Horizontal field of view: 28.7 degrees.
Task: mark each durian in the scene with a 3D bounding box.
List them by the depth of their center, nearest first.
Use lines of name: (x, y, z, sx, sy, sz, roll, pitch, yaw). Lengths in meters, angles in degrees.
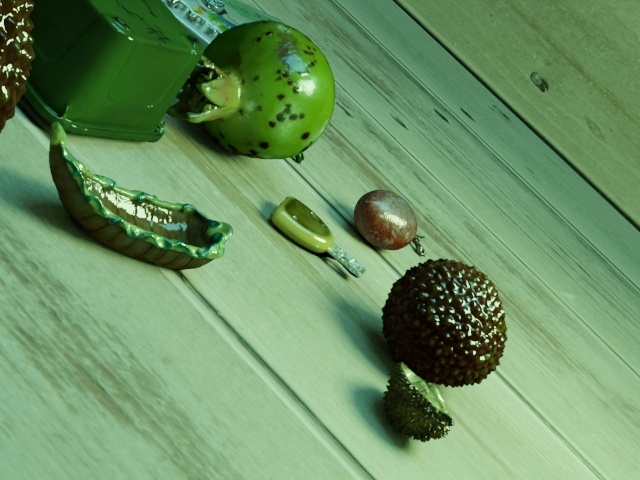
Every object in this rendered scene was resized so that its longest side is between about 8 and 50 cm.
durian: (0.124, 0.218, 1.588, 0.110, 0.071, 0.140, 36, 4, -28)

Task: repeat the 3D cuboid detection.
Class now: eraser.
eraser: (-0.140, -0.390, 2.353, 0.227, 0.081, 0.174, 13, 34, -50)

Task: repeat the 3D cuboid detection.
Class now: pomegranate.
pomegranate: (-0.122, -0.236, 1.900, 0.285, 0.231, 0.231, 8, 36, -35)

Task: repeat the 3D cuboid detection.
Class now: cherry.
cherry: (0.131, -0.019, 2.073, 0.225, 0.090, 0.107, 30, 9, -49)

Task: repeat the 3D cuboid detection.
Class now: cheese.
cheese: (-0.001, 0.000, 1.864, 0.162, 0.036, 0.086, 40, 22, 0)

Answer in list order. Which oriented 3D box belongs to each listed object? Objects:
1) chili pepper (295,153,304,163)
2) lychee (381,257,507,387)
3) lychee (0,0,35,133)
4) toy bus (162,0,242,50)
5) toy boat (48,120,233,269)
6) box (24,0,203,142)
chili pepper: (-0.075, -0.170, 2.092, 0.118, 0.035, 0.055, 33, 35, -45)
lychee: (0.177, 0.119, 1.742, 0.188, 0.188, 0.188, 35, 21, -16)
lychee: (-0.395, -0.209, 1.254, 0.271, 0.271, 0.271, 35, 21, -16)
toy bus: (-0.161, -0.314, 2.136, 0.329, 0.109, 0.136, 37, 30, -10)
toy boat: (-0.231, -0.041, 1.470, 0.293, 0.099, 0.108, 31, 20, -43)
box: (-0.332, -0.302, 1.703, 0.329, 0.178, 0.252, 48, 23, 19)
